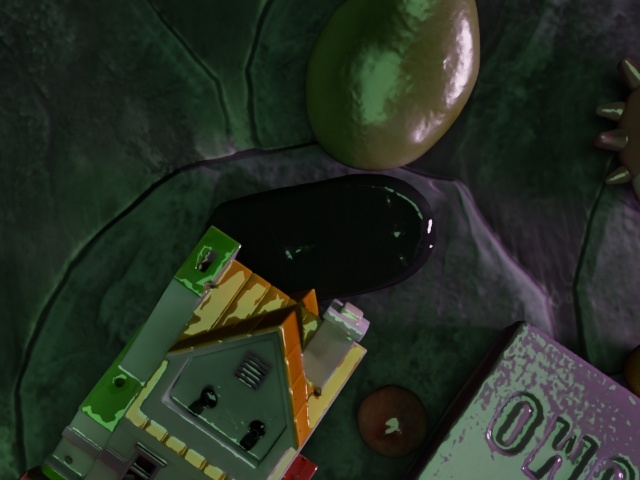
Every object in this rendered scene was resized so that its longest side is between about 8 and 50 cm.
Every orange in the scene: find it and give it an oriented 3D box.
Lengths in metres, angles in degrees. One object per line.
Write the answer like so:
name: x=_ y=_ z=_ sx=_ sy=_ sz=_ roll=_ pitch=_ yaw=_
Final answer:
orange: x=0.381 y=0.152 z=0.830 sx=0.085 sy=0.085 sz=0.085 roll=0 pitch=84 yaw=1

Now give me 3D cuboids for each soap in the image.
soap: x=0.249 y=0.282 z=0.791 sx=0.296 sy=0.107 sz=0.285 roll=34 pitch=81 yaw=9

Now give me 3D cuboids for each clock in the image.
clock: x=-0.092 y=0.159 z=0.769 sx=0.235 sy=0.166 sz=0.309 roll=35 pitch=104 yaw=4

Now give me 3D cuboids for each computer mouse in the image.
computer mouse: x=0.000 y=0.000 z=0.841 sx=0.270 sy=0.086 sz=0.137 roll=-12 pitch=96 yaw=17

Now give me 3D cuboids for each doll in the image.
doll: x=0.421 y=-0.128 z=0.848 sx=0.211 sy=0.093 sz=0.262 roll=8 pitch=87 yaw=8

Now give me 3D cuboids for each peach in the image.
peach: x=0.081 y=0.202 z=0.830 sx=0.083 sy=0.083 sz=0.083 roll=0 pitch=84 yaw=1

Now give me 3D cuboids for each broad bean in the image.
broad bean: x=0.087 y=-0.206 z=0.862 sx=0.189 sy=0.121 sz=0.263 roll=24 pitch=100 yaw=-2

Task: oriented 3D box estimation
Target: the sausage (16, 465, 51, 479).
sausage: x=-0.280 y=0.404 z=0.739 sx=0.233 sy=0.233 sz=0.287 roll=37 pitch=86 yaw=4
